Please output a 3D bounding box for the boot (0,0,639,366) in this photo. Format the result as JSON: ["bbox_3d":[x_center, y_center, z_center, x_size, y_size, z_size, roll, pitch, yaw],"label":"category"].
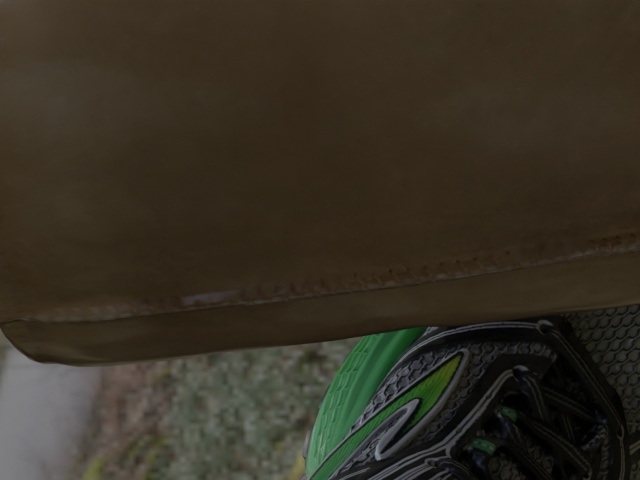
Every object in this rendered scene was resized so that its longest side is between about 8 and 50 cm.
[{"bbox_3d":[0.062,0.002,0.398,0.089,0.270,0.236,-94,-2,-49],"label":"boot"}]

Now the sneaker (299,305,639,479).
[{"bbox_3d":[0.051,0.110,0.568,0.134,0.343,0.146,47,151,-7],"label":"sneaker"}]
